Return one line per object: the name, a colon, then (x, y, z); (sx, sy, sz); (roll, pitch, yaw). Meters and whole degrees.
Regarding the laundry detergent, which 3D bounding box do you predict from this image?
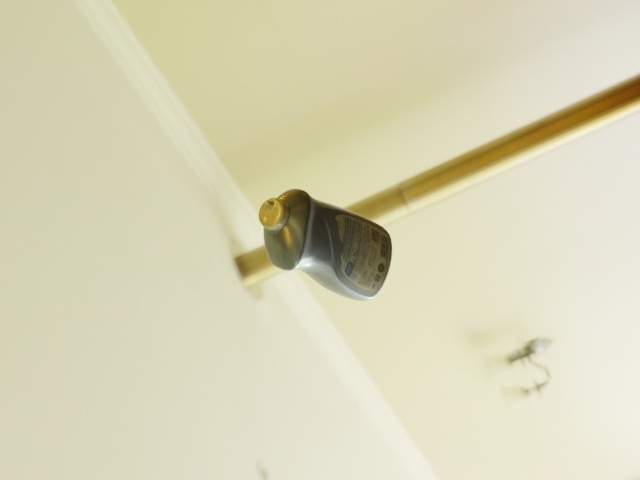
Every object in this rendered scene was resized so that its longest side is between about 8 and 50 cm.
laundry detergent: (0.001, 0.000, 1.303); (0.061, 0.096, 0.206); (18, 174, 42)
